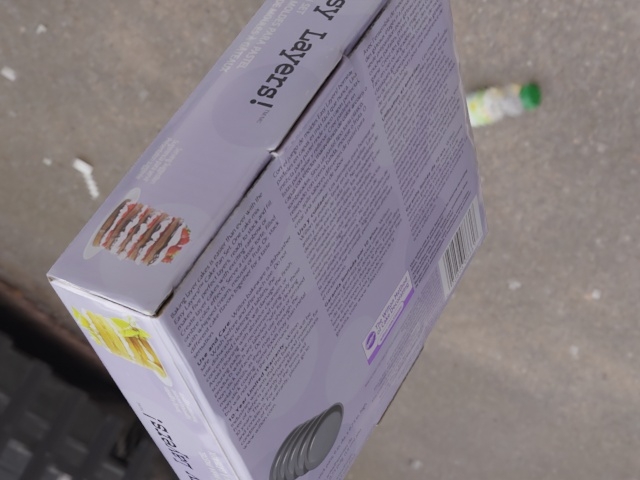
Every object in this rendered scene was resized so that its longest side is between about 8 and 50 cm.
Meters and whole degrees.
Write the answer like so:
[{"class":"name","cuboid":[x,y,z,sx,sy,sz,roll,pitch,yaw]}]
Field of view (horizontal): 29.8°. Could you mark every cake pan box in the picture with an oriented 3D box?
[{"class":"cake pan box","cuboid":[0.000,0.000,0.634,0.070,0.267,0.246,20,151,26]}]
